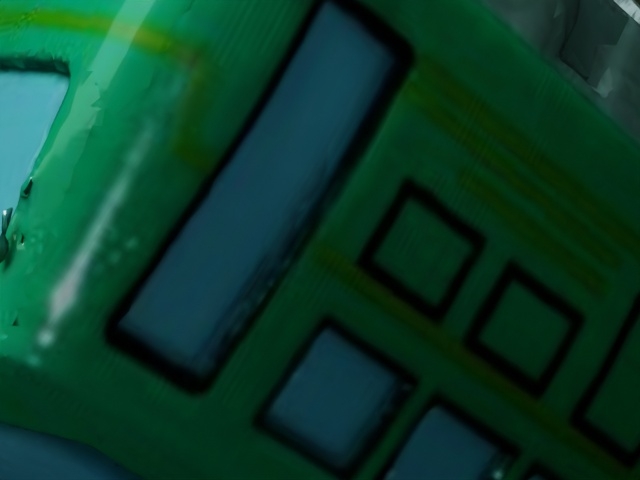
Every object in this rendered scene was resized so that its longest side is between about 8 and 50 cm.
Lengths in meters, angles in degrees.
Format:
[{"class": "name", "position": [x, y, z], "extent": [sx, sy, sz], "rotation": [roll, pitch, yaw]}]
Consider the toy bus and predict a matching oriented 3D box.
[{"class": "toy bus", "position": [0.022, 0.029, 0.537], "extent": [0.183, 0.343, 0.199], "rotation": [6, 65, 54]}]

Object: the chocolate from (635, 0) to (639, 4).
[{"class": "chocolate", "position": [0.223, -0.106, 0.567], "extent": [0.225, 0.210, 0.340], "rotation": [-51, 21, 7]}]

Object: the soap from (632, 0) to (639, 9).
[{"class": "soap", "position": [0.162, -0.165, 0.799], "extent": [0.121, 0.183, 0.064], "rotation": [-22, 33, 47]}]
